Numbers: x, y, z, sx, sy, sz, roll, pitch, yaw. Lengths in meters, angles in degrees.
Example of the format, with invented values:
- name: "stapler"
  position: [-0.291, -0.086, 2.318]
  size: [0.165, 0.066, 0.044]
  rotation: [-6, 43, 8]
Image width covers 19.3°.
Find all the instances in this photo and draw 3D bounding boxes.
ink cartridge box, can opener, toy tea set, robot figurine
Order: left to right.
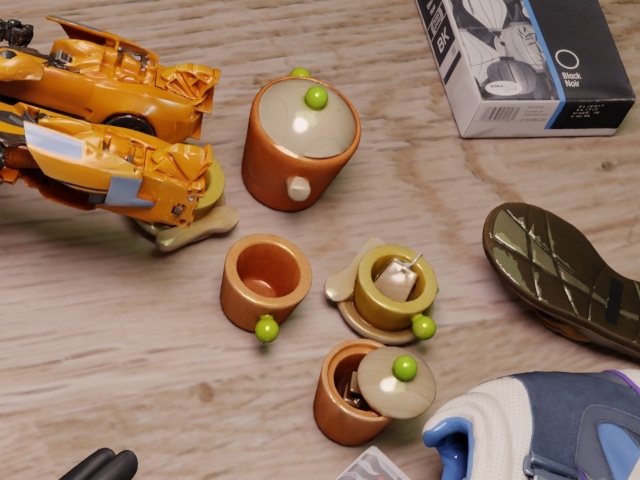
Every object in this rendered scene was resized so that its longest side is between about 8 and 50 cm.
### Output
- name: "robot figurine"
  position: [-0.226, -0.112, 1.454]
  size: [0.291, 0.085, 0.211]
  rotation: [16, 40, -14]
- name: "can opener"
  position: [-0.201, 0.212, 1.362]
  size: [0.059, 0.073, 0.186]
  rotation: [4, 38, 34]
- name: "toy tea set"
  position: [0.000, 0.000, 1.530]
  size: [0.200, 0.124, 0.336]
  rotation: [-27, 68, -33]
- name: "ink cartridge box"
  position: [0.173, -0.246, 1.809]
  size: [0.165, 0.065, 0.332]
  rotation: [-4, 56, -21]

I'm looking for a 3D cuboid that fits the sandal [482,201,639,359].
- name: "sandal"
  position: [0.225, 0.048, 1.623]
  size: [0.219, 0.060, 0.090]
  rotation: [28, 56, -17]

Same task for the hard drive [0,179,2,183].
- name: "hard drive"
  position: [-0.414, -0.140, 1.536]
  size: [0.353, 0.047, 0.233]
  rotation: [35, 52, 6]

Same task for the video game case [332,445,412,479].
- name: "video game case"
  position: [0.054, 0.276, 1.416]
  size: [0.201, 0.023, 0.183]
  rotation: [42, 53, 13]

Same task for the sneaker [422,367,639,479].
- name: "sneaker"
  position: [0.198, 0.243, 1.417]
  size: [0.236, 0.130, 0.323]
  rotation: [-7, 57, -26]
